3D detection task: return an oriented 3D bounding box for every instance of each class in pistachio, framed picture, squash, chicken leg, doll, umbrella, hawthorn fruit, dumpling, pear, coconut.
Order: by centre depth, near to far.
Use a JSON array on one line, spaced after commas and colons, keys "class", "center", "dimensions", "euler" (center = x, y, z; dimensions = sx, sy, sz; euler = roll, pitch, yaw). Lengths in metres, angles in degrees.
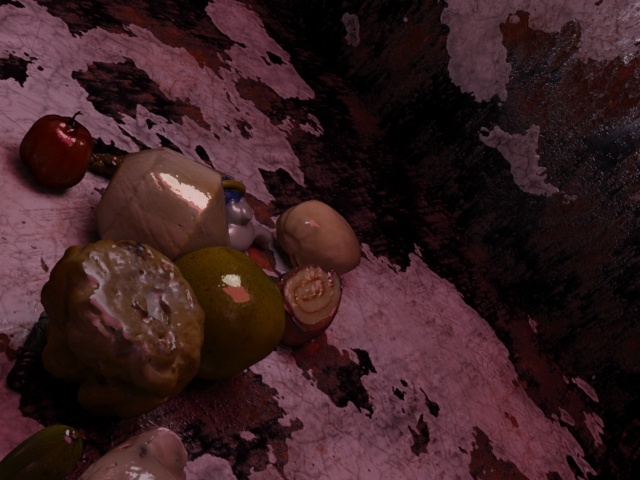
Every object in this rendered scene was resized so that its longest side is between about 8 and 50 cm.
[{"class": "squash", "center": [-0.442, 0.348, 1.244], "dimensions": [0.095, 0.188, 0.095], "euler": [32, 32, -24]}, {"class": "dumpling", "center": [-0.319, 0.479, 1.320], "dimensions": [0.318, 0.187, 0.243], "euler": [-71, 154, -52]}, {"class": "chicken leg", "center": [-0.419, 0.360, 1.443], "dimensions": [0.083, 0.021, 0.036], "euler": [39, 17, -24]}, {"class": "umbrella", "center": [-0.533, 0.205, 1.473], "dimensions": [0.188, 0.046, 0.050], "euler": [-90, 159, -56]}, {"class": "pear", "center": [-0.230, 0.156, 1.721], "dimensions": [0.294, 0.294, 0.294], "euler": [34, 29, -22]}, {"class": "hawthorn fruit", "center": [-0.591, -0.219, 1.807], "dimensions": [0.157, 0.194, 0.157], "euler": [31, 21, -13]}, {"class": "coconut", "center": [-0.348, -0.054, 1.839], "dimensions": [0.328, 0.329, 0.329], "euler": [34, 29, -22]}, {"class": "chicken leg", "center": [-0.516, -0.178, 1.991], "dimensions": [0.207, 0.085, 0.101], "euler": [16, 53, -30]}, {"class": "doll", "center": [-0.233, -0.070, 2.148], "dimensions": [0.311, 0.159, 0.243], "euler": [8, 44, -55]}, {"class": "framed picture", "center": [-0.308, -0.174, 2.346], "dimensions": [0.149, 0.011, 0.109], "euler": [22, 35, -39]}, {"class": "pistachio", "center": [0.000, 0.000, 2.348], "dimensions": [0.193, 0.214, 0.318], "euler": [18, -2, 42]}]

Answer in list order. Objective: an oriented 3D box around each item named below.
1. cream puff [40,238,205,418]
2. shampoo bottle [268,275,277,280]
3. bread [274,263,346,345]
[{"class": "cream puff", "center": [-0.390, 0.173, 1.477], "dimensions": [0.324, 0.257, 0.291], "euler": [40, 24, -17]}, {"class": "shampoo bottle", "center": [-0.077, 0.162, 2.170], "dimensions": [0.233, 0.049, 0.087], "euler": [31, 34, -26]}, {"class": "bread", "center": [-0.042, 0.164, 2.073], "dimensions": [0.244, 0.123, 0.190], "euler": [-26, 90, -43]}]
